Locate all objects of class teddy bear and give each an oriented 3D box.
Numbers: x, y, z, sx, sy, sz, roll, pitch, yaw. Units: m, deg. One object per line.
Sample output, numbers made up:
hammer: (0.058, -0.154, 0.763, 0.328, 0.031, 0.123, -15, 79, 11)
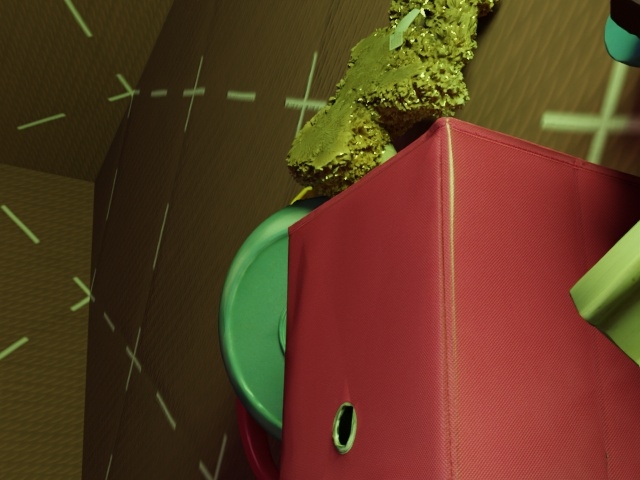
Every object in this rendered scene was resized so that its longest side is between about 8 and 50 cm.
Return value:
teddy bear: (0.098, -0.184, 0.935, 0.245, 0.113, 0.338, -7, 50, 49)

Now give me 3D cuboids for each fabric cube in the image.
fabric cube: (0.130, 0.092, 0.646, 0.254, 0.259, 0.258, -32, 52, 57)

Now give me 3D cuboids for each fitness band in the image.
fitness band: (-0.028, 0.242, 1.061, 0.291, 0.054, 0.209, -32, 70, 54)

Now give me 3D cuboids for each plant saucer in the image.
plant saucer: (0.004, 0.106, 0.924, 0.317, 0.043, 0.318, 1, 92, 27)

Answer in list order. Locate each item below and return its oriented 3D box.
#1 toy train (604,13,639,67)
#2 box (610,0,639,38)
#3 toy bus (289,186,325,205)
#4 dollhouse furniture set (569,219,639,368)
toy train: (0.267, -0.214, 0.623, 0.105, 0.143, 0.248, -46, 42, 47)
box: (0.285, -0.202, 0.422, 0.203, 0.168, 0.167, -37, 51, -6)
toy bus: (0.000, 0.000, 1.095, 0.220, 0.149, 0.211, -59, 16, 29)
dollhouse furniture set: (0.194, 0.115, 0.381, 0.303, 0.286, 0.198, -51, -5, 15)
